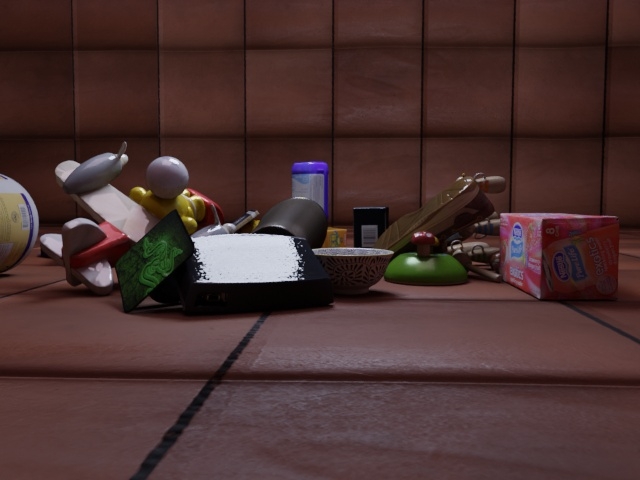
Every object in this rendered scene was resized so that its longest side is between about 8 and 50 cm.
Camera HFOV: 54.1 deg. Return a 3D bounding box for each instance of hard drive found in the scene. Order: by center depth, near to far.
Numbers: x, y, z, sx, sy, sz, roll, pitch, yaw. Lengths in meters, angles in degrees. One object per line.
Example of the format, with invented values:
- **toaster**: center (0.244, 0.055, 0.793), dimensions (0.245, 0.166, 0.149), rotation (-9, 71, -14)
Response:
- **hard drive**: center (-0.115, 0.049, 1.057), dimensions (0.255, 0.054, 0.172), rotation (-1, 32, -24)

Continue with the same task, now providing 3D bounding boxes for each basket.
- **basket**: center (-0.083, 0.009, 1.364), dimensions (0.154, 0.204, 0.227), rotation (43, 11, -4)

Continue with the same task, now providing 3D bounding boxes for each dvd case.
- **dvd case**: center (-0.298, -0.028, 2.021), dimensions (0.221, 0.018, 0.164), rotation (-38, 11, -8)

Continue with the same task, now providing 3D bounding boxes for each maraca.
- **maraca**: center (-0.242, -0.005, 2.061), dimensions (0.186, 0.099, 0.127), rotation (-26, -4, 13)

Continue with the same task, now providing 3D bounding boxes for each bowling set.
- **bowling set**: center (0.382, -0.009, 1.560), dimensions (0.154, 0.287, 0.200), rotation (-2, 36, -3)

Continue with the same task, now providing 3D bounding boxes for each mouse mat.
- **mouse mat**: center (-0.283, 0.028, 1.055), dimensions (0.007, 0.152, 0.189), rotation (48, -1, -34)

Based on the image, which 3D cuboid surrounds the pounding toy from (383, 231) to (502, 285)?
- **pounding toy**: center (0.256, 0.033, 1.386), dimensions (0.237, 0.110, 0.183), rotation (-1, 4, -17)

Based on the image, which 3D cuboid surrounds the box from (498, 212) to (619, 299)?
- **box**: center (0.461, 0.021, 1.249), dimensions (0.142, 0.154, 0.300), rotation (0, 5, 2)

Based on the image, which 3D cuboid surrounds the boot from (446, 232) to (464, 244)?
- **boot**: center (0.400, -0.007, 2.297), dimensions (0.305, 0.112, 0.115), rotation (-5, -25, -10)

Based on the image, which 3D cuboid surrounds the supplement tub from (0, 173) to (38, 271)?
- **supplement tub**: center (-0.792, -0.030, 1.322), dimensions (0.241, 0.241, 0.331), rotation (1, 4, 10)

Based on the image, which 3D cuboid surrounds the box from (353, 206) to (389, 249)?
- **box**: center (0.145, -0.017, 1.766), dimensions (0.093, 0.156, 0.158), rotation (0, 4, 10)

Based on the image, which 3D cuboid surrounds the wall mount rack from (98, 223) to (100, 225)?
- **wall mount rack**: center (-0.601, -0.040, 2.073), dimensions (0.350, 0.130, 0.304), rotation (13, -1, -32)

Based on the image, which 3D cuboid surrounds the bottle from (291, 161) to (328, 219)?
- **bottle**: center (-0.031, -0.086, 1.831), dimensions (0.092, 0.282, 0.118), rotation (-2, 5, -32)

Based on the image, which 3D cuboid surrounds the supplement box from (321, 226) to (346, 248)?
- **supplement box**: center (0.000, 0.000, 2.083), dimensions (0.080, 0.078, 0.233), rotation (3, 5, 30)

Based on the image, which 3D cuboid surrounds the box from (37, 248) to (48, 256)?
- **box**: center (-0.743, 0.033, 1.889), dimensions (0.225, 0.036, 0.136), rotation (2, 4, 42)

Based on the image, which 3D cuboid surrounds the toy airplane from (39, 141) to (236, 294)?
- **toy airplane**: center (-0.364, -0.047, 1.282), dimensions (0.386, 0.272, 0.384), rotation (17, 21, -20)

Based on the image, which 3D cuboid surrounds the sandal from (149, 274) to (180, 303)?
- **sandal**: center (-0.191, 0.057, 1.128), dimensions (0.254, 0.097, 0.054), rotation (-18, -13, -47)

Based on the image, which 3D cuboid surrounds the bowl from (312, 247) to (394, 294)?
- **bowl**: center (0.055, 0.059, 1.201), dimensions (0.170, 0.080, 0.170), rotation (0, 5, 0)

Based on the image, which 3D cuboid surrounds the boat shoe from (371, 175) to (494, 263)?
- **boat shoe**: center (0.259, -0.011, 1.501), dimensions (0.342, 0.123, 0.123), rotation (-38, 16, 27)
